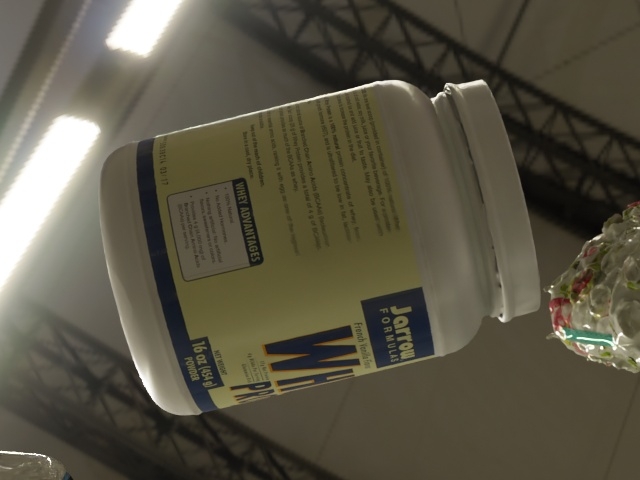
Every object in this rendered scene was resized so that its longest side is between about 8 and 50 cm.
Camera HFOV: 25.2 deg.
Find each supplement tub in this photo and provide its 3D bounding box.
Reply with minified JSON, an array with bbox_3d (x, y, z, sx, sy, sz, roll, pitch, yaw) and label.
[{"bbox_3d":[0.000,0.000,1.193,0.325,0.235,0.235,-14,-127,2],"label":"supplement tub"}]

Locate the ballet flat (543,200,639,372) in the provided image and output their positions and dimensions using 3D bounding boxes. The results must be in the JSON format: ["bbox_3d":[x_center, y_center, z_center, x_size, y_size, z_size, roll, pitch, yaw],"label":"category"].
[{"bbox_3d":[0.178,-0.014,0.675,0.077,0.091,0.241,-10,-165,41],"label":"ballet flat"}]

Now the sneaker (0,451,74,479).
[{"bbox_3d":[-0.211,0.127,0.682,0.237,0.086,0.085,-14,-156,39],"label":"sneaker"}]
